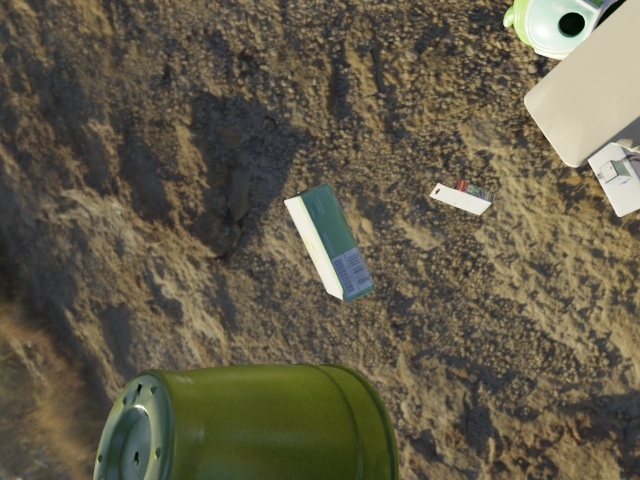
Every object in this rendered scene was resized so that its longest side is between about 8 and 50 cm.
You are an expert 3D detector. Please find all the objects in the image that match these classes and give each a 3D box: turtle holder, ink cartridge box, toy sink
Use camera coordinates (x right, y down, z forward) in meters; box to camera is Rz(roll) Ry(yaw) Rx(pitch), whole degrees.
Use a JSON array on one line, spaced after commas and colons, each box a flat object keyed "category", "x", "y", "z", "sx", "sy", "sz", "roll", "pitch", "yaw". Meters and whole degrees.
[{"category": "turtle holder", "x": 0.579, "y": -0.548, "z": 1.211, "sx": 0.320, "sy": 0.243, "sz": 0.227, "roll": -60, "pitch": 41, "yaw": 33}, {"category": "ink cartridge box", "x": 0.660, "y": -0.164, "z": 1.208, "sx": 0.082, "sy": 0.140, "sz": 0.190, "roll": -34, "pitch": 80, "yaw": 47}, {"category": "toy sink", "x": 0.458, "y": -0.227, "z": 0.827, "sx": 0.234, "sy": 0.131, "sz": 0.152, "roll": -47, "pitch": 53, "yaw": 38}, {"category": "ink cartridge box", "x": 0.000, "y": 0.000, "z": 0.897, "sx": 0.171, "sy": 0.056, "sz": 0.235, "roll": 65, "pitch": 167, "yaw": -7}, {"category": "ink cartridge box", "x": 0.291, "y": -0.095, "z": 1.149, "sx": 0.115, "sy": 0.029, "sz": 0.063, "roll": 21, "pitch": 157, "yaw": 0}]

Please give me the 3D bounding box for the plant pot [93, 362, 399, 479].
[{"category": "plant pot", "x": -0.134, "y": 0.343, "z": 0.858, "sx": 0.366, "sy": 0.353, "sz": 0.366, "roll": -28, "pitch": 51, "yaw": 42}]
